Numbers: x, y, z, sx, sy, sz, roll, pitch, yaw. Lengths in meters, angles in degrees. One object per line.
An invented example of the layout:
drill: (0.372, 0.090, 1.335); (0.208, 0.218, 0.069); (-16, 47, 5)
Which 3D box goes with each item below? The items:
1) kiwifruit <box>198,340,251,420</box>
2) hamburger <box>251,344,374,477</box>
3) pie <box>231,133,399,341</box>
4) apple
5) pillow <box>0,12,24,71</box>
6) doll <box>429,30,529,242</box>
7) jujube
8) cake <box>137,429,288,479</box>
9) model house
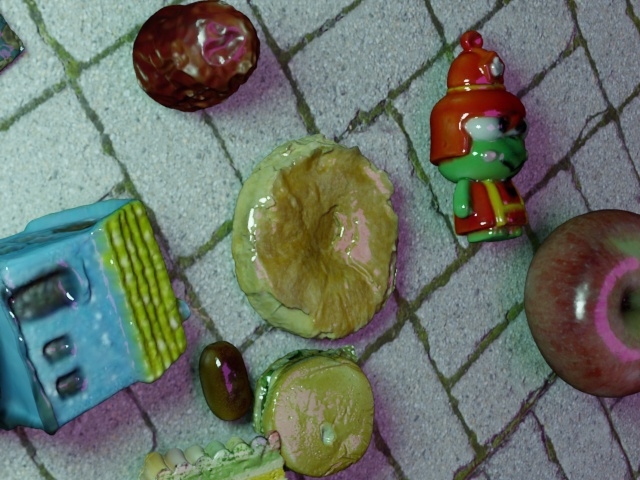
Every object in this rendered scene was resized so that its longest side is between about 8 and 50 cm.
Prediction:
kiwifruit: (-0.143, 0.211, 1.887); (0.075, 0.075, 0.124); (-26, 105, -36)
hamburger: (-0.022, 0.266, 1.958); (0.215, 0.122, 0.189); (-24, 104, -32)
pie: (0.000, 0.000, 1.989); (0.339, 0.083, 0.339); (-4, 96, -38)
apple: (0.518, 0.114, 2.320); (0.344, 0.269, 0.345); (0, 89, -19)
pillow: (-0.508, -0.289, 1.587); (0.189, 0.034, 0.255); (-45, 118, -29)
doll: (0.270, -0.177, 2.155); (0.182, 0.160, 0.363); (-4, 92, -40)
jujube: (-0.171, -0.259, 1.747); (0.155, 0.230, 0.155); (0, 91, -22)
cake: (-0.160, 0.349, 1.847); (0.225, 0.090, 0.109); (-12, 101, -28)
model house: (-0.317, 0.090, 1.657); (0.303, 0.215, 0.237); (-27, 108, -41)
